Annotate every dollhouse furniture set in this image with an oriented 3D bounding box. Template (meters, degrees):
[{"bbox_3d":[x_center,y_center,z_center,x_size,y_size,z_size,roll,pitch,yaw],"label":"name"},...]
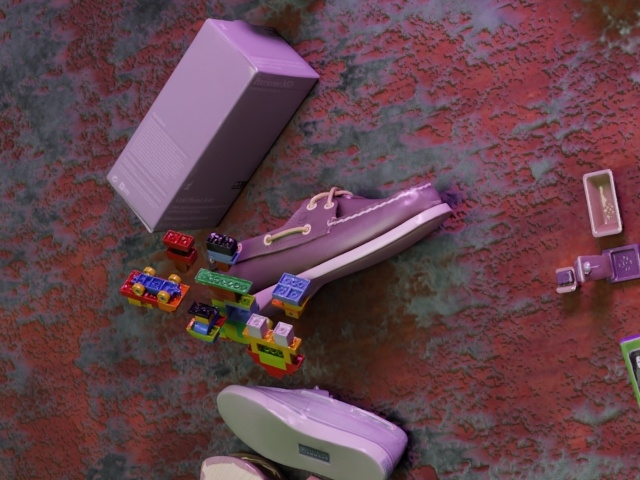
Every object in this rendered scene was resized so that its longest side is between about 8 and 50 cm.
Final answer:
[{"bbox_3d":[0.258,-0.009,1.706,0.091,0.081,0.114,-12,85,34],"label":"dollhouse furniture set"}]

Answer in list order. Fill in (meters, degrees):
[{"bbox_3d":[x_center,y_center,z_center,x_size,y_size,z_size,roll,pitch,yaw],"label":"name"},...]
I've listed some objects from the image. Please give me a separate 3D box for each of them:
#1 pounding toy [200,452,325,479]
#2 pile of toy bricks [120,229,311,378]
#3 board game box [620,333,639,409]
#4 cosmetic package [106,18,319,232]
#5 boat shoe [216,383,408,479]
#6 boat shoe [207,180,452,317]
[{"bbox_3d":[-0.109,0.328,1.914,0.269,0.155,0.154,-41,75,11],"label":"pounding toy"},{"bbox_3d":[-0.099,0.076,1.845,0.212,0.118,0.105,16,142,21],"label":"pile of toy bricks"},{"bbox_3d":[0.516,0.188,1.369,0.356,0.356,0.356,-21,80,33],"label":"board game box"},{"bbox_3d":[-0.123,-0.129,1.939,0.107,0.127,0.238,50,119,23],"label":"cosmetic package"},{"bbox_3d":[-0.007,0.206,1.904,0.227,0.081,0.079,19,129,27],"label":"boat shoe"},{"bbox_3d":[0.000,0.000,1.868,0.324,0.117,0.096,-28,79,38],"label":"boat shoe"}]
